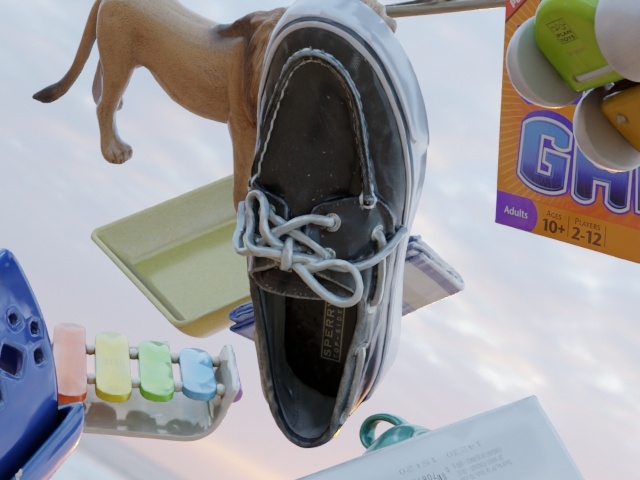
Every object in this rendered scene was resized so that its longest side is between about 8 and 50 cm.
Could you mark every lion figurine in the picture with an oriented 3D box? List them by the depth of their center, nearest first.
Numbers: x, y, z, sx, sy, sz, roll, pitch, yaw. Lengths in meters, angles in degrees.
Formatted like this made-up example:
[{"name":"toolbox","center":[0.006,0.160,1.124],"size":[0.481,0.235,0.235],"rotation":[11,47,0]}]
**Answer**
[{"name":"lion figurine","center":[-0.119,-0.176,1.255],"size":[0.392,0.142,0.240],"rotation":[19,-53,13]}]

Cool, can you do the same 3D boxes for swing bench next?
[{"name":"swing bench","center":[0.138,-0.475,1.939],"size":[0.254,0.253,0.165],"rotation":[-11,16,-23]}]

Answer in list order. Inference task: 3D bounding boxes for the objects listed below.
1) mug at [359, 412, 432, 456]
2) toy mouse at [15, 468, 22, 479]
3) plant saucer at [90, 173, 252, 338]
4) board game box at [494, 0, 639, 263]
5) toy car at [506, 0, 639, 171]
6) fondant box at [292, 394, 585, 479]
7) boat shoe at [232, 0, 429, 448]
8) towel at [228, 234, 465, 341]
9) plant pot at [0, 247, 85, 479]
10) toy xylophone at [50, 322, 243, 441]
[{"name":"mug","center":[0.102,0.272,1.490],"size":[0.158,0.097,0.129],"rotation":[42,28,9]},{"name":"toy mouse","center":[-0.231,0.242,0.932],"size":[0.161,0.143,0.031],"rotation":[8,9,26]},{"name":"plant saucer","center":[-0.137,0.023,1.925],"size":[0.333,0.332,0.081],"rotation":[38,-35,50]},{"name":"board game box","center":[0.487,-0.183,1.672],"size":[0.356,0.357,0.356],"rotation":[-13,21,-38]},{"name":"toy car","center":[0.249,-0.147,0.976],"size":[0.182,0.136,0.159],"rotation":[40,-22,-17]},{"name":"fondant box","center":[0.026,0.263,0.985],"size":[0.096,0.238,0.330],"rotation":[61,-38,22]},{"name":"boat shoe","center":[-0.004,-0.001,0.805],"size":[0.113,0.105,0.306],"rotation":[16,-54,15]},{"name":"towel","center":[0.040,0.080,1.688],"size":[0.285,0.034,0.209],"rotation":[-24,-26,17]},{"name":"plant pot","center":[-0.376,0.174,1.179],"size":[0.236,0.236,0.212],"rotation":[-19,-71,32]},{"name":"toy xylophone","center":[-0.262,0.153,1.506],"size":[0.322,0.081,0.236],"rotation":[5,22,-21]}]
